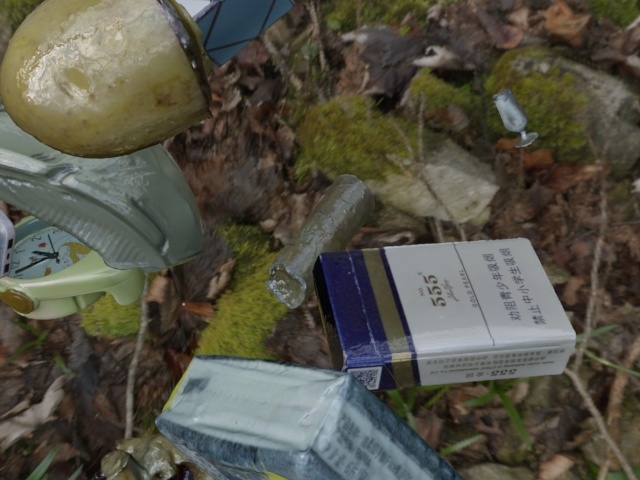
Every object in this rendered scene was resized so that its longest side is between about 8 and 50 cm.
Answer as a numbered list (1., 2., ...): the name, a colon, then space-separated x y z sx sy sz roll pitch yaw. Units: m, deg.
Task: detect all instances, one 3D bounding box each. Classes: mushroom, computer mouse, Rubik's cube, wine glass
1. mushroom: -0.294 0.474 1.728 0.212 0.217 0.292 -44 110 0
2. computer mouse: -0.348 -0.114 1.324 0.429 0.228 0.145 31 126 -10
3. Rubik's cube: -0.204 -0.489 1.649 0.205 0.205 0.207 -39 74 7
4. wine glass: 0.276 -0.176 1.247 0.083 0.039 0.042 54 41 -18

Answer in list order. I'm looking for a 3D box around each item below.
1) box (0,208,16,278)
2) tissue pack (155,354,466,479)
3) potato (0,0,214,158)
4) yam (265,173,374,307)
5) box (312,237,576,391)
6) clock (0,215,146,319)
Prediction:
1. box: -0.679 -0.062 1.690 0.044 0.142 0.285 -23 59 -44
2. tissue pack: 0.023 0.187 0.628 0.257 0.185 0.081 46 62 -27
3. potato: -0.247 -0.193 0.995 0.242 0.285 0.243 -5 108 -15
4. yam: 0.000 0.000 1.501 0.093 0.093 0.259 41 54 -4
5. box: 0.130 0.080 0.971 0.259 0.071 0.168 -4 44 -8
6. clock: -0.544 0.045 1.821 0.348 0.286 0.117 -13 128 -1
